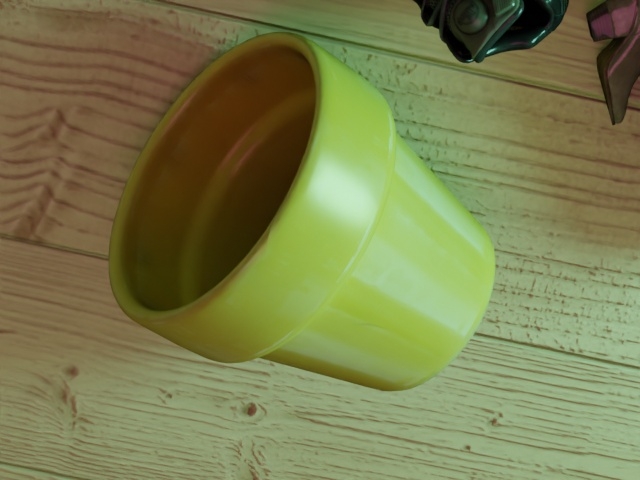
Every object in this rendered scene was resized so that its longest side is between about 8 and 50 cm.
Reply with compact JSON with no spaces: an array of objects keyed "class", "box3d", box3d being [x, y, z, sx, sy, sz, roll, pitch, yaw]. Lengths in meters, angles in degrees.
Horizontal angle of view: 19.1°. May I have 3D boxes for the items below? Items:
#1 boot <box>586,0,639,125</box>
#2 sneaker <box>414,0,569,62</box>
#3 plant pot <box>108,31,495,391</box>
[{"class":"boot","box3d":[0.261,-0.152,1.510,0.087,0.042,0.118,-15,126,4]},{"class":"sneaker","box3d":[0.083,-0.208,1.436,0.227,0.130,0.087,22,118,-7]},{"class":"plant pot","box3d":[0.000,0.000,1.515,0.239,0.254,0.254,31,119,-33]}]
